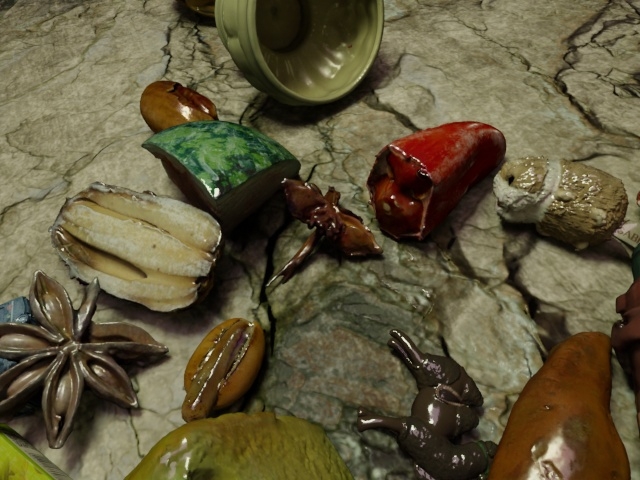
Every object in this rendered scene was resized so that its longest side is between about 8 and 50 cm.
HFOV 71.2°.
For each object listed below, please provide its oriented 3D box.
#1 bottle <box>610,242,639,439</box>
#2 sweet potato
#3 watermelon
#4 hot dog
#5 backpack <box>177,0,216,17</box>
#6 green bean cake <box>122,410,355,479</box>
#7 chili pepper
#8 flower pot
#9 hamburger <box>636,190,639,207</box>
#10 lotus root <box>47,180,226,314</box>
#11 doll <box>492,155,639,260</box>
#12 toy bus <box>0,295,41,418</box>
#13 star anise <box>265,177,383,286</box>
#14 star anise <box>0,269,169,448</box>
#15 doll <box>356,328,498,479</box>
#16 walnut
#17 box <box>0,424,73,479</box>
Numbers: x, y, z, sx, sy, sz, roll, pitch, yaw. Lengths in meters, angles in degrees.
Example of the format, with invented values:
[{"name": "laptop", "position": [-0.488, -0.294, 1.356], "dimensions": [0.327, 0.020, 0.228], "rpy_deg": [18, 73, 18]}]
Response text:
[{"name": "bottle", "position": [0.372, 0.111, 0.443], "dimensions": [0.143, 0.156, 0.271], "rpy_deg": [2, 58, 16]}, {"name": "sweet potato", "position": [0.222, 0.207, 0.416], "dimensions": [0.112, 0.112, 0.359], "rpy_deg": [22, 57, 23]}, {"name": "watermelon", "position": [-0.164, -0.111, 0.705], "dimensions": [0.260, 0.256, 0.176], "rpy_deg": [40, 112, 23]}, {"name": "hot dog", "position": [-0.123, 0.155, 0.547], "dimensions": [0.090, 0.060, 0.140], "rpy_deg": [21, 62, 28]}, {"name": "backpack", "position": [-0.240, -0.705, 1.135], "dimensions": [0.378, 0.201, 0.353], "rpy_deg": [16, 53, 16]}, {"name": "green bean cake", "position": [-0.036, 0.266, 0.346], "dimensions": [0.124, 0.233, 0.236], "rpy_deg": [-45, 55, 10]}, {"name": "chili pepper", "position": [0.189, -0.116, 0.657], "dimensions": [0.252, 0.144, 0.136], "rpy_deg": [-33, 18, -23]}, {"name": "flower pot", "position": [-0.056, -0.423, 0.846], "dimensions": [0.307, 0.307, 0.244], "rpy_deg": [-33, 41, -16]}, {"name": "hamburger", "position": [0.531, -0.045, 0.571], "dimensions": [0.173, 0.116, 0.210], "rpy_deg": [-25, 49, -21]}, {"name": "lotus root", "position": [-0.275, 0.010, 0.670], "dimensions": [0.329, 0.078, 0.167], "rpy_deg": [20, 74, 26]}, {"name": "doll", "position": [0.343, -0.049, 0.601], "dimensions": [0.221, 0.105, 0.115], "rpy_deg": [26, 54, 28]}, {"name": "toy bus", "position": [-0.410, 0.155, 0.600], "dimensions": [0.065, 0.047, 0.166], "rpy_deg": [-23, 52, -5]}, {"name": "star anise", "position": [-0.008, -0.003, 0.662], "dimensions": [0.140, 0.144, 0.158], "rpy_deg": [2, 42, -51]}, {"name": "star anise", "position": [-0.315, 0.146, 0.539], "dimensions": [0.212, 0.073, 0.197], "rpy_deg": [45, 55, 2]}, {"name": "doll", "position": [0.126, 0.190, 0.486], "dimensions": [0.165, 0.057, 0.139], "rpy_deg": [25, 58, 15]}, {"name": "walnut", "position": [-0.258, -0.232, 0.833], "dimensions": [0.116, 0.116, 0.207], "rpy_deg": [-40, 57, -21]}, {"name": "box", "position": [-0.383, 0.339, 0.445], "dimensions": [0.175, 0.062, 0.260], "rpy_deg": [21, 60, 23]}]
